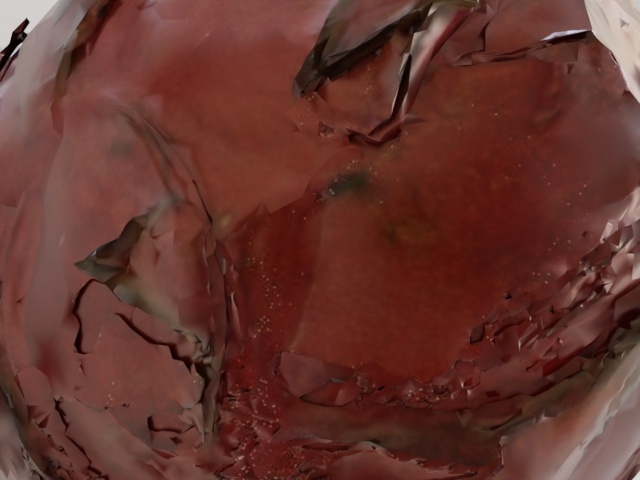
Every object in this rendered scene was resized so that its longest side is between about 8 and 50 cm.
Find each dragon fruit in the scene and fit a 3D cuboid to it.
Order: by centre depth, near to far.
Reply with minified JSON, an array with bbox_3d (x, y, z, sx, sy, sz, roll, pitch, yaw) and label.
[{"bbox_3d":[0.000,0.000,0.661,0.302,0.296,0.295,-30,-132,23],"label":"dragon fruit"}]
